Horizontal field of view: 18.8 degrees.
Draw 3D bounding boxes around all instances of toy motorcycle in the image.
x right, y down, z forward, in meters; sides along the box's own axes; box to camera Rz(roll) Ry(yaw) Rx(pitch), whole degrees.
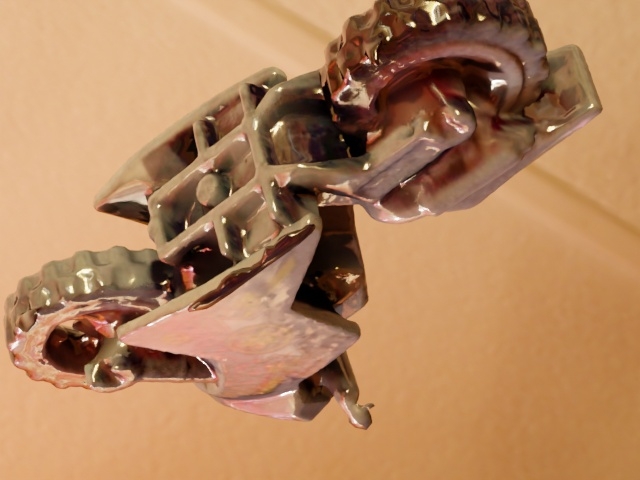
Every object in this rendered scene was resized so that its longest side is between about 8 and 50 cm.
[{"bbox_3d":[0.000,0.000,0.614,0.215,0.080,0.122,-36,-37,31],"label":"toy motorcycle"}]
